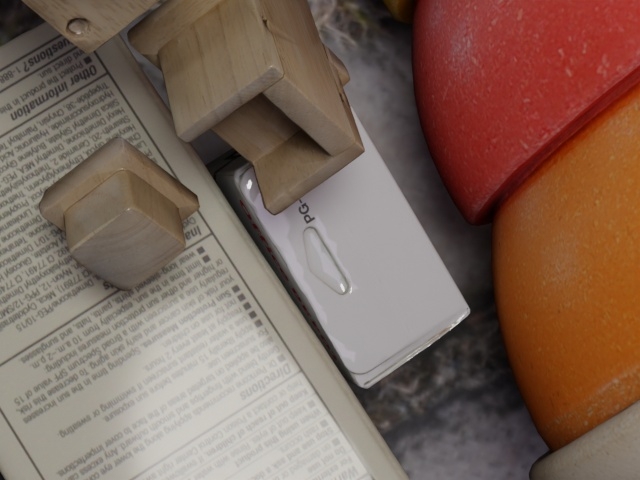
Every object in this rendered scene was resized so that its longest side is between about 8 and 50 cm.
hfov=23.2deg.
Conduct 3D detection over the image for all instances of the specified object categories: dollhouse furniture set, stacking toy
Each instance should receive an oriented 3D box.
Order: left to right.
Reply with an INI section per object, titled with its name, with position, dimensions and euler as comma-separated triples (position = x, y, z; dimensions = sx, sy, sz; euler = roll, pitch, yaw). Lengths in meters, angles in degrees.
[dollhouse furniture set]
position = -0.218, -0.064, 0.602
dimensions = 0.355, 0.174, 0.303
euler = -35, 132, 18
[stacking toy]
position = 0.133, -0.150, 0.707
dimensions = 0.351, 0.350, 0.480
euler = -32, 80, -5

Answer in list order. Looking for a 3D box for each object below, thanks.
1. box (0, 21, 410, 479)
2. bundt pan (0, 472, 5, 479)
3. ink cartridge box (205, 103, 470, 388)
[box]
position = -0.075, 0.068, 0.695
dimensions = 0.148, 0.121, 0.311
euler = -31, 82, -9
[bundt pan]
position = -0.244, 0.231, 0.726
dimensions = 0.331, 0.124, 0.330
euler = -1, 94, -8
[ink cartridge box]
position = 0.000, 0.000, 0.728
dimensions = 0.063, 0.150, 0.109
euler = -32, 98, -9
